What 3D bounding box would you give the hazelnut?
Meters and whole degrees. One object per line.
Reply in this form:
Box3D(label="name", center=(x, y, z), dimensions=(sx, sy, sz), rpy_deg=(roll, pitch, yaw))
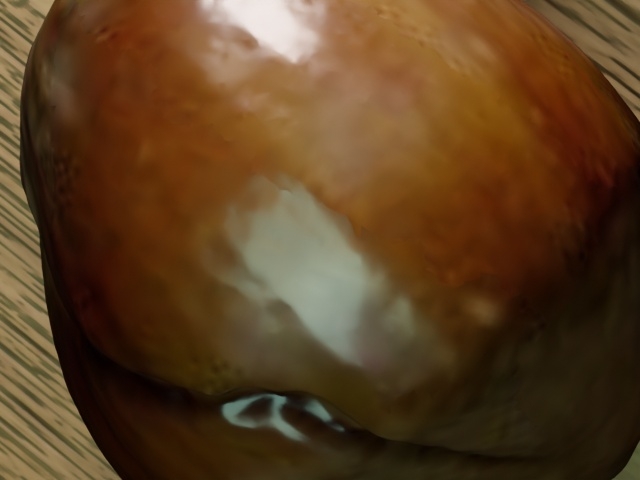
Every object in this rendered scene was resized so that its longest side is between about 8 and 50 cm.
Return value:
Box3D(label="hazelnut", center=(0.000, 0.000, 0.943), dimensions=(0.372, 0.315, 0.372), rpy_deg=(27, 135, 30))
